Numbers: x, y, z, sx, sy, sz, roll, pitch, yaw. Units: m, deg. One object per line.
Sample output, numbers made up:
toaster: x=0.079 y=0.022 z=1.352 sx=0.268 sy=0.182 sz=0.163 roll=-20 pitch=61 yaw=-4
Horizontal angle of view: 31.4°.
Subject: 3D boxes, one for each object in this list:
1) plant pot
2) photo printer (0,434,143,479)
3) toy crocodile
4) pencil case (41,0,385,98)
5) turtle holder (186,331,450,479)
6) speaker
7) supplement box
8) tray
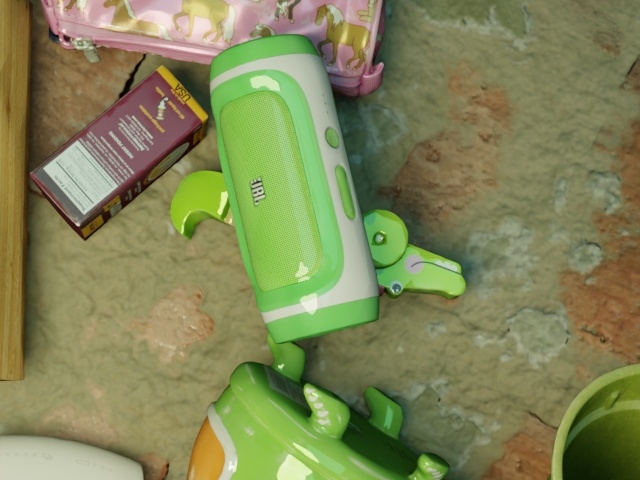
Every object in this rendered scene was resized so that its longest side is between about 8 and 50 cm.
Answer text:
plant pot: x=0.323 y=0.307 z=1.172 sx=0.276 sy=0.254 sz=0.276 roll=7 pitch=55 yaw=-10
photo printer: x=-0.305 y=0.353 z=1.152 sx=0.256 sy=0.107 sz=0.308 roll=7 pitch=70 yaw=-17
toy crocodile: x=0.000 y=0.000 z=1.275 sx=0.340 sy=0.115 sz=0.105 roll=22 pitch=83 yaw=-1
pencil case: x=-0.113 y=-0.264 z=1.282 sx=0.386 sy=0.160 sz=0.167 roll=8 pitch=104 yaw=-7
turtle holder: x=0.005 y=0.268 z=1.193 sx=0.320 sy=0.243 sz=0.227 roll=31 pitch=94 yaw=-41
speaker: x=-0.028 y=-0.051 z=1.157 sx=0.131 sy=0.131 sz=0.297 roll=-13 pitch=84 yaw=-9
supplement box: x=-0.220 y=-0.095 z=1.266 sx=0.188 sy=0.104 sz=0.081 roll=-42 pitch=89 yaw=-11
tray: x=-0.415 y=-0.055 z=1.215 sx=0.202 sy=0.076 sz=0.411 roll=-4 pitch=81 yaw=17
